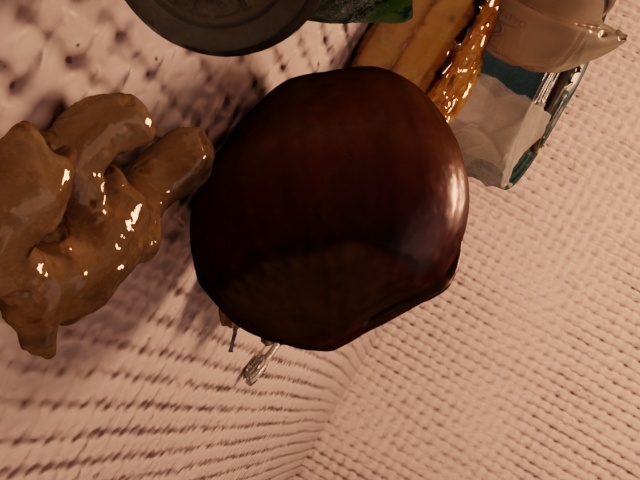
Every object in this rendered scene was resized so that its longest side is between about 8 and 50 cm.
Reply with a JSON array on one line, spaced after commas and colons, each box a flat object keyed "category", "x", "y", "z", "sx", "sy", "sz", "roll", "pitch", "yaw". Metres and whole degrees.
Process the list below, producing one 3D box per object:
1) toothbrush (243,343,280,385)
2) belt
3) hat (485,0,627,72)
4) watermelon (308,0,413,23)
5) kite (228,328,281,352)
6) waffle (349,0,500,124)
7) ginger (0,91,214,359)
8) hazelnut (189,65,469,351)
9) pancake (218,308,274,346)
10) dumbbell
[{"category": "toothbrush", "x": -0.029, "y": 0.100, "z": 1.413, "sx": 0.288, "sy": 0.024, "sz": 0.026, "roll": -49, "pitch": 151, "yaw": -41}, {"category": "belt", "x": 0.339, "y": -0.287, "z": 1.688, "sx": 0.437, "sy": 0.173, "sz": 0.300, "roll": -58, "pitch": 161, "yaw": -29}, {"category": "hat", "x": 0.228, "y": -0.266, "z": 1.154, "sx": 0.226, "sy": 0.219, "sz": 0.164, "roll": -24, "pitch": 150, "yaw": -58}, {"category": "watermelon", "x": 0.011, "y": -0.209, "z": 0.702, "sx": 0.101, "sy": 0.080, "sz": 0.155, "roll": -22, "pitch": 164, "yaw": -8}, {"category": "kite", "x": -0.027, "y": 0.045, "z": 1.100, "sx": 0.182, "sy": 0.010, "sz": 0.160, "roll": -8, "pitch": 117, "yaw": -42}, {"category": "waffle", "x": 0.112, "y": -0.185, "z": 1.114, "sx": 0.213, "sy": 0.091, "sz": 0.308, "roll": -58, "pitch": 171, "yaw": -12}, {"category": "ginger", "x": -0.123, "y": -0.018, "z": 0.539, "sx": 0.258, "sy": 0.065, "sz": 0.149, "roll": -44, "pitch": 159, "yaw": -50}, {"category": "hazelnut", "x": 0.000, "y": -0.022, "z": 0.783, "sx": 0.217, "sy": 0.217, "sz": 0.251, "roll": -55, "pitch": 178, "yaw": -26}, {"category": "pancake", "x": -0.027, "y": 0.008, "z": 1.009, "sx": 0.212, "sy": 0.029, "sz": 0.235, "roll": -60, "pitch": 155, "yaw": -11}, {"category": "dumbbell", "x": -0.021, "y": -0.167, "z": 0.517, "sx": 0.110, "sy": 0.110, "sz": 0.254, "roll": -65, "pitch": 174, "yaw": 27}]
